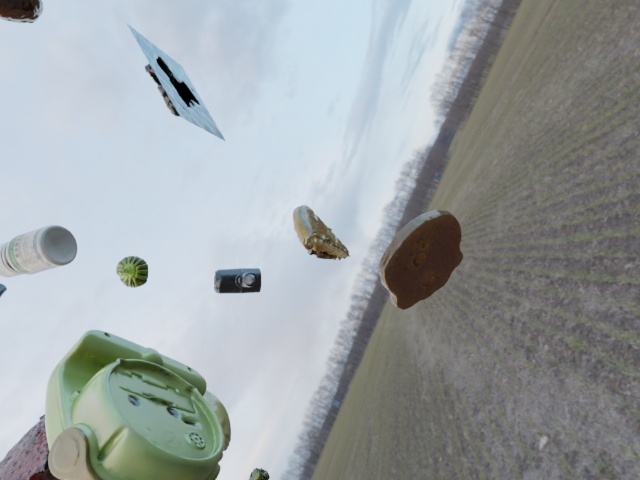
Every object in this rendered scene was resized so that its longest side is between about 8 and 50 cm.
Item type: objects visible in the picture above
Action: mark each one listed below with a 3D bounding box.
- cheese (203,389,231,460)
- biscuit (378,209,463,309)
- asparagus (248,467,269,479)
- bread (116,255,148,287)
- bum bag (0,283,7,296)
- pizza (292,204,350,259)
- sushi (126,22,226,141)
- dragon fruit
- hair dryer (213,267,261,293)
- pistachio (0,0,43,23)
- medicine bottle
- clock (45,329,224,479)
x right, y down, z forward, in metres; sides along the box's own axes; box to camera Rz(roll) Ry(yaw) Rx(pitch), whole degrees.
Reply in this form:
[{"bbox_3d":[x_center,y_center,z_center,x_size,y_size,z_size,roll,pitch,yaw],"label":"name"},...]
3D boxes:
[{"bbox_3d":[-0.334,0.484,1.017,0.214,0.226,0.117,-29,-51,-3],"label":"cheese"},{"bbox_3d":[0.282,0.050,1.126,0.273,0.049,0.257,-35,-54,-10],"label":"biscuit"},{"bbox_3d":[-0.139,0.488,0.735,0.036,0.030,0.165,20,-84,-34],"label":"asparagus"},{"bbox_3d":[-0.798,0.132,1.719,0.071,0.130,0.139,109,149,-80],"label":"bread"},{"bbox_3d":[-0.831,0.140,0.856,0.137,0.310,0.074,-80,-18,-59],"label":"bum bag"},{"bbox_3d":[-0.001,0.002,1.004,0.069,0.194,0.154,-41,36,12],"label":"pizza"},{"bbox_3d":[-0.331,-0.329,0.913,0.047,0.231,0.220,-32,-5,10],"label":"sushi"},{"bbox_3d":[-0.385,0.330,0.582,0.127,0.161,0.120,-30,-60,-8],"label":"dragon fruit"},{"bbox_3d":[-0.308,0.151,1.563,0.352,0.189,0.107,156,112,-71],"label":"hair dryer"},{"bbox_3d":[-0.557,-0.432,0.693,0.173,0.049,0.089,-32,-59,-61],"label":"pistachio"},{"bbox_3d":[-0.923,0.039,1.302,0.139,0.237,0.139,-13,-90,-74],"label":"medicine bottle"},{"bbox_3d":[-0.231,0.262,0.545,0.096,0.308,0.235,-49,-52,-2],"label":"clock"}]
